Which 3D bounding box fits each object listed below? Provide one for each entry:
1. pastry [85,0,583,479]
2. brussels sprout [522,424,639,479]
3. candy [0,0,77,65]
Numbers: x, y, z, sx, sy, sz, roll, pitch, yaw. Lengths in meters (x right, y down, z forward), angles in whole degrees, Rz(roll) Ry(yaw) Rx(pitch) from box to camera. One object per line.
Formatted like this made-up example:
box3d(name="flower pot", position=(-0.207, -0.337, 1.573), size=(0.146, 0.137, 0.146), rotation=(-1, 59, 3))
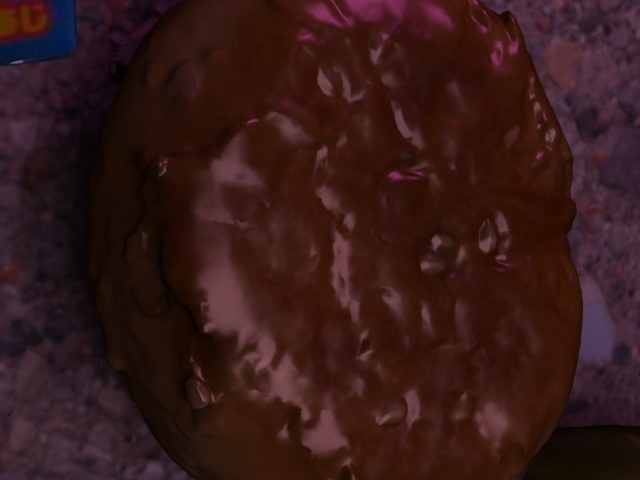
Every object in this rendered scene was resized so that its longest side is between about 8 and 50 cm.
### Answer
box3d(name="pastry", position=(0.000, 0.000, 0.997), size=(0.285, 0.184, 0.315), rotation=(-13, 95, -30))
box3d(name="brussels sprout", position=(0.190, 0.250, 1.082), size=(0.355, 0.281, 0.289), rotation=(-3, 112, 3))
box3d(name="candy", position=(-0.203, -0.229, 0.856), size=(0.157, 0.100, 0.305), rotation=(-12, 121, -23))
